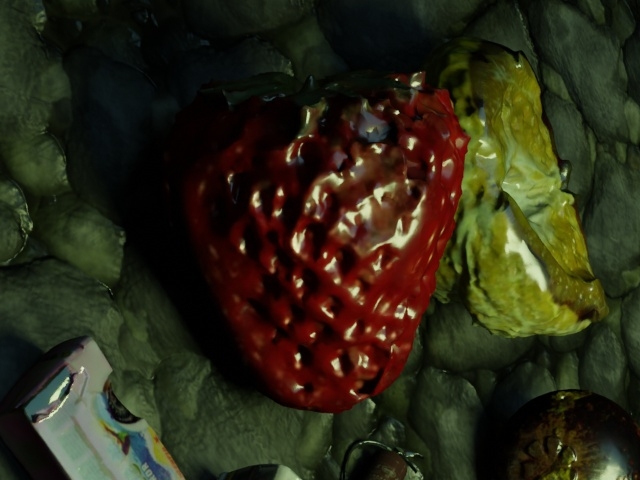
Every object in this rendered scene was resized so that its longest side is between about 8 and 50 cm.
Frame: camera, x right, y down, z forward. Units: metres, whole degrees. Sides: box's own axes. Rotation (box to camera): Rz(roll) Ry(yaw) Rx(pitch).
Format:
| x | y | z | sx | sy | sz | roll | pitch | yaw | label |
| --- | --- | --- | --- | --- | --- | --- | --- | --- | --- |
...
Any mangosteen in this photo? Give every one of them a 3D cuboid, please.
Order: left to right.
| x | y | z | sx | sy | sz | roll | pitch | yaw | label |
| --- | --- | --- | --- | --- | --- | --- | --- | --- | --- |
| 0.302 | 0.276 | 2.088 | 0.217 | 0.192 | 0.192 | 32 | 48 | -64 | mangosteen |

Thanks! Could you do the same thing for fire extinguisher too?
| x | y | z | sx | sy | sz | roll | pitch | yaw | label |
| --- | --- | --- | --- | --- | --- | --- | --- | --- | --- |
| 0.052 | 0.268 | 1.924 | 0.078 | 0.045 | 0.157 | 36 | 48 | -1 | fire extinguisher |

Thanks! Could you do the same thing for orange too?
| x | y | z | sx | sy | sz | roll | pitch | yaw | label |
| --- | --- | --- | --- | --- | --- | --- | --- | --- | --- |
| 0.182 | -0.053 | 2.065 | 0.271 | 0.210 | 0.368 | 5 | 69 | -70 | orange |

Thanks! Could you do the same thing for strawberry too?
| x | y | z | sx | sy | sz | roll | pitch | yaw | label |
| --- | --- | --- | --- | --- | --- | --- | --- | --- | --- |
| 0.000 | 0.000 | 1.834 | 0.318 | 0.295 | 0.345 | -7 | 104 | -11 | strawberry |

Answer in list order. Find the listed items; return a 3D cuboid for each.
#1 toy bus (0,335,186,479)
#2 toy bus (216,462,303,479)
| x | y | z | sx | sy | sz | roll | pitch | yaw | label |
| --- | --- | --- | --- | --- | --- | --- | --- | --- | --- |
| -0.188 | 0.228 | 1.658 | 0.112 | 0.090 | 0.274 | -41 | 102 | -38 | toy bus |
| 0.001 | 0.331 | 1.795 | 0.268 | 0.106 | 0.092 | 45 | 45 | -23 | toy bus |
